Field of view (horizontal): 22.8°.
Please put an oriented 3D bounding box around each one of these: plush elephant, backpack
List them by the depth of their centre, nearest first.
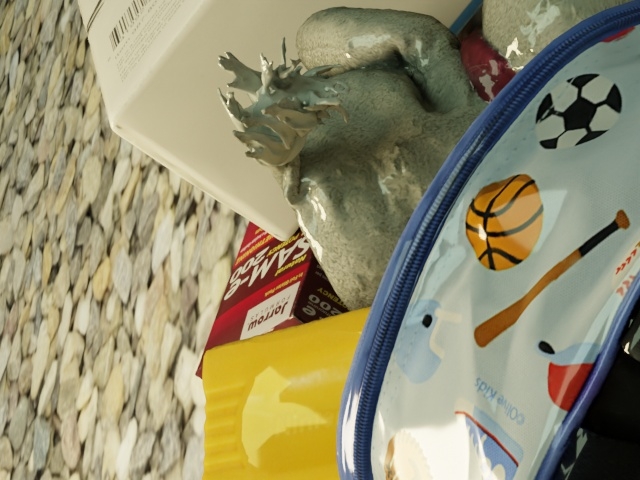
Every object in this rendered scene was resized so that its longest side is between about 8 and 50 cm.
[{"bbox_3d":[0.140,0.041,0.525,0.213,0.263,0.276,29,99,46],"label":"backpack"},{"bbox_3d":[0.107,-0.071,0.893,0.255,0.330,0.272,-27,65,6],"label":"plush elephant"}]

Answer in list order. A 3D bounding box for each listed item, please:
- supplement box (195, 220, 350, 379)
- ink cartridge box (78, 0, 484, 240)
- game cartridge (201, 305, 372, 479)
[{"bbox_3d":[0.000,0.000,1.172,0.130,0.073,0.239,-33,31,46],"label":"supplement box"},{"bbox_3d":[-0.035,-0.219,1.229,0.285,0.166,0.395,-50,24,11],"label":"ink cartridge box"},{"bbox_3d":[0.053,0.182,0.747,0.285,0.052,0.324,-17,66,37],"label":"game cartridge"}]
